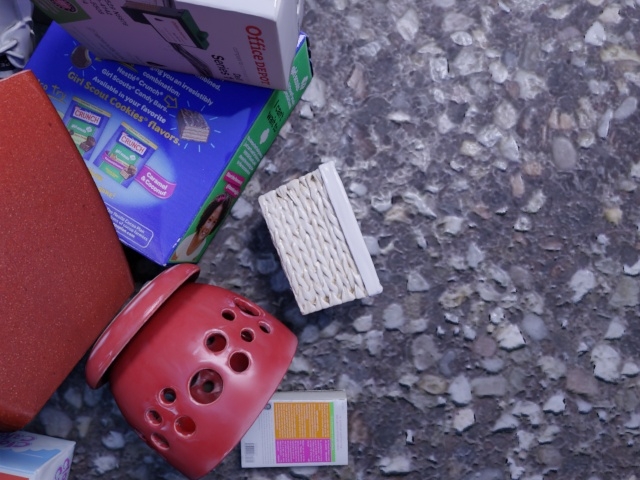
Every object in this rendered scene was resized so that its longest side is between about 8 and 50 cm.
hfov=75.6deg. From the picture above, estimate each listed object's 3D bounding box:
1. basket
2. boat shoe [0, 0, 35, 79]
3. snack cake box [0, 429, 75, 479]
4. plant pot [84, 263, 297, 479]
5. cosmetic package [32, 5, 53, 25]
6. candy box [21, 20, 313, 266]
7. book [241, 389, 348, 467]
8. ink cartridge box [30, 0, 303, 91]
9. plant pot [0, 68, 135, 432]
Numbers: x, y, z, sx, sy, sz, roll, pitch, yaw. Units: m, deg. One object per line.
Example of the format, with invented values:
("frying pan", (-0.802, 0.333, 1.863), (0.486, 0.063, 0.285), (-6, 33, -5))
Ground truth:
("basket", (0.000, 0.000, 0.526), (0.103, 0.113, 0.167), (-20, 89, 4))
("boat shoe", (-0.375, -0.230, 0.467), (0.096, 0.267, 0.088), (-20, 93, -40))
("snack cake box", (-0.481, 0.323, 0.531), (0.264, 0.089, 0.152), (12, 87, 0))
("plant pot", (-0.150, 0.138, 0.478), (0.174, 0.191, 0.191), (38, 89, -4))
("cosmetic package", (-0.398, -0.356, 0.523), (0.237, 0.127, 0.107), (12, 89, 2))
("candy box", (-0.203, -0.169, 0.523), (0.268, 0.122, 0.317), (32, 90, 2))
("book", (-0.036, 0.257, 0.561), (0.144, 0.035, 0.097), (-1, 92, 0))
("ink cartridge box", (-0.131, -0.226, 0.383), (0.219, 0.160, 0.093), (10, 90, -1))
("plant pot", (-0.353, 0.037, 0.393), (0.267, 0.267, 0.236), (-15, 123, 27))
